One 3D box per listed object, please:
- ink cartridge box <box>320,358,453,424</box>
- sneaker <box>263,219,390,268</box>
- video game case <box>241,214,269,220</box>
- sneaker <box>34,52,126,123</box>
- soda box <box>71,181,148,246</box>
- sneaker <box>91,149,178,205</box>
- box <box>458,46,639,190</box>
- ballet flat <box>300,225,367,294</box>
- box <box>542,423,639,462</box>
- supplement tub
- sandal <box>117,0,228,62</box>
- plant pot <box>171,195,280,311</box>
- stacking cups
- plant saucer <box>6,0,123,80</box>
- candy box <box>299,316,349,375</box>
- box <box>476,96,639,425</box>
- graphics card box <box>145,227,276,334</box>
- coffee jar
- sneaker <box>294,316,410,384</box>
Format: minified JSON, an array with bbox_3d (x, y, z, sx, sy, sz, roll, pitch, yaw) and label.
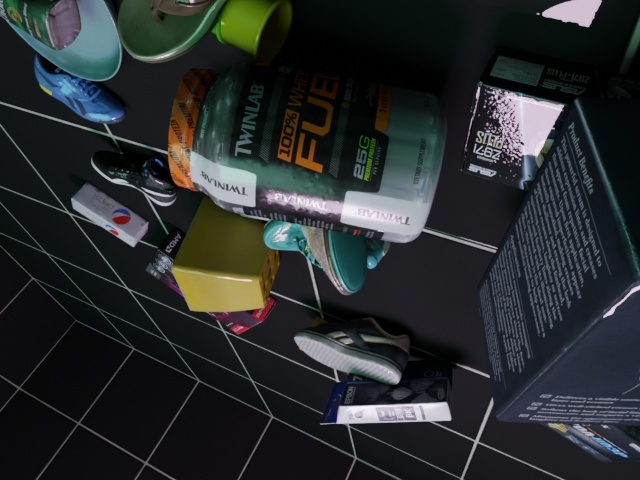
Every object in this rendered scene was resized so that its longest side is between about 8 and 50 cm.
[{"bbox_3d":[0.162,0.381,1.305,0.332,0.165,0.065,-11,113,20],"label":"ink cartridge box"},{"bbox_3d":[0.000,0.000,1.020,0.275,0.110,0.107,3,139,27],"label":"sneaker"},{"bbox_3d":[-0.129,-0.120,1.071,0.206,0.026,0.227,10,144,31],"label":"video game case"},{"bbox_3d":[-0.503,-0.318,1.075,0.209,0.069,0.082,31,146,2],"label":"sneaker"},{"bbox_3d":[-0.622,-0.075,1.534,0.216,0.074,0.069,33,150,-3],"label":"soda box"},{"bbox_3d":[-0.433,-0.175,1.224,0.216,0.079,0.121,28,148,-10],"label":"sneaker"},{"bbox_3d":[0.276,-0.135,0.633,0.180,0.078,0.147,21,149,18],"label":"box"},{"bbox_3d":[0.008,-0.058,0.905,0.106,0.107,0.316,8,115,45],"label":"ballet flat"},{"bbox_3d":[0.621,0.423,1.175,0.220,0.051,0.175,33,150,-2],"label":"box"},{"bbox_3d":[-0.017,-0.123,0.706,0.337,0.207,0.207,10,148,0],"label":"supplement tub"},{"bbox_3d":[-0.147,-0.329,0.615,0.302,0.086,0.120,-27,92,28],"label":"sandal"},{"bbox_3d":[-0.206,0.051,1.238,0.187,0.212,0.212,11,147,7],"label":"plant pot"},{"bbox_3d":[-0.194,-0.358,0.728,0.316,0.096,0.096,30,150,10],"label":"stacking cups"},{"bbox_3d":[-0.474,-0.429,0.909,0.317,0.044,0.318,23,150,14],"label":"plant saucer"},{"bbox_3d":[0.055,0.308,1.460,0.205,0.105,0.027,27,149,7],"label":"candy box"},{"bbox_3d":[0.382,0.056,0.592,0.293,0.212,0.396,2,146,1],"label":"box"},{"bbox_3d":[-0.339,0.134,1.573,0.371,0.094,0.233,39,150,-11],"label":"graphics card box"},{"bbox_3d":[-0.496,-0.400,0.851,0.184,0.079,0.096,30,150,3],"label":"coffee jar"},{"bbox_3d":[0.087,0.271,1.356,0.321,0.127,0.126,11,142,33],"label":"sneaker"}]
